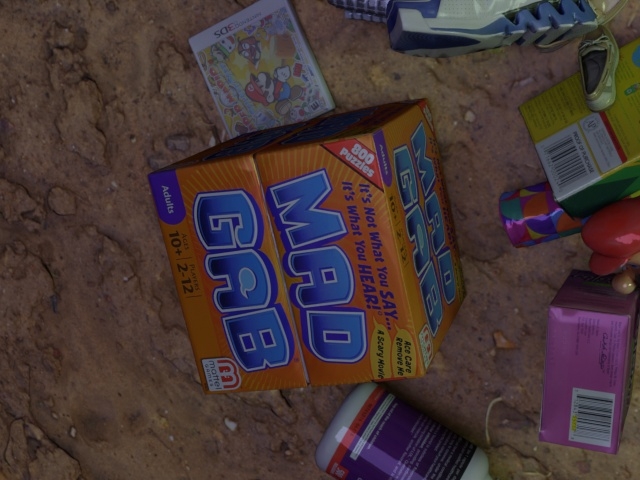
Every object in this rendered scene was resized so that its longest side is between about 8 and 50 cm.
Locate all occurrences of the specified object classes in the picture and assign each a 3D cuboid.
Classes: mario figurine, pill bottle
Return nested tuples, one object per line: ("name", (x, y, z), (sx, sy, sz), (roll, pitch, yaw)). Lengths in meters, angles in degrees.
("mario figurine", (0.517, 0.058, 1.365), (0.320, 0.170, 0.198), (25, 151, -14))
("pill bottle", (0.163, 0.396, 1.606), (0.323, 0.181, 0.181), (31, 110, 12))

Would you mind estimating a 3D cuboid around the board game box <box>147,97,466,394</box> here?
("board game box", (0.000, 0.000, 1.472), (0.356, 0.356, 0.356), (-8, 103, 22))

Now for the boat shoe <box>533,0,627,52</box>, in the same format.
("boat shoe", (0.403, -0.347, 1.424), (0.170, 0.059, 0.063), (-36, 88, 23))

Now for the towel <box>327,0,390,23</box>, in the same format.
("towel", (0.140, -0.481, 1.459), (0.235, 0.121, 0.284), (14, 106, 18))

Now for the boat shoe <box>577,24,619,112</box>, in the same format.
("boat shoe", (0.409, -0.264, 1.368), (0.056, 0.048, 0.153), (-9, 60, 36))

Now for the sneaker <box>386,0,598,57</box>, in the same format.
("sneaker", (0.242, -0.377, 1.354), (0.315, 0.127, 0.182), (-7, 86, -11))

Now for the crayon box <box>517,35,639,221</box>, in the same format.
("crayon box", (0.475, -0.190, 1.364), (0.318, 0.081, 0.202), (-29, 50, 24))

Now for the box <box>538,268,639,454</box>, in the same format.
("box", (0.423, 0.179, 1.429), (0.117, 0.243, 0.214), (6, 103, 21))

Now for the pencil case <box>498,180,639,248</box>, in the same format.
("pencil case", (0.405, -0.060, 1.468), (0.236, 0.104, 0.104), (-16, 96, 20))

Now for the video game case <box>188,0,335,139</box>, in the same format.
("video game case", (-0.107, -0.298, 1.640), (0.206, 0.026, 0.227), (-22, 94, 23))
